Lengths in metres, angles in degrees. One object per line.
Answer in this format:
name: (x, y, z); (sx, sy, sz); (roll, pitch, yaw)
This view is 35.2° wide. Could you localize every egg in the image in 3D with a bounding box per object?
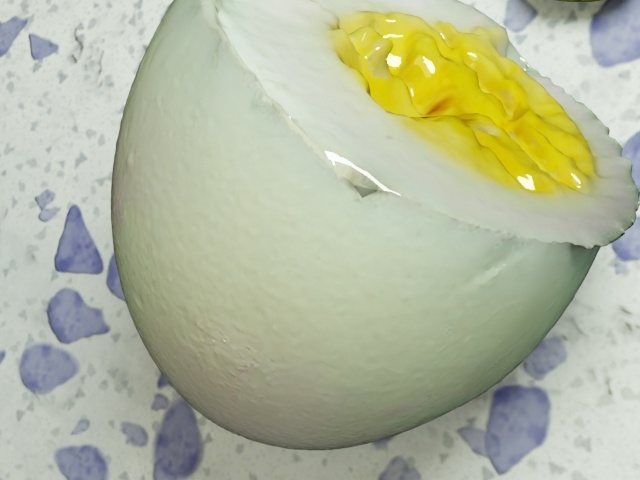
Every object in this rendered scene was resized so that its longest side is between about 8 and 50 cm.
egg: (0.000, 0.000, 0.773); (0.354, 0.354, 0.340); (47, 126, 22)
